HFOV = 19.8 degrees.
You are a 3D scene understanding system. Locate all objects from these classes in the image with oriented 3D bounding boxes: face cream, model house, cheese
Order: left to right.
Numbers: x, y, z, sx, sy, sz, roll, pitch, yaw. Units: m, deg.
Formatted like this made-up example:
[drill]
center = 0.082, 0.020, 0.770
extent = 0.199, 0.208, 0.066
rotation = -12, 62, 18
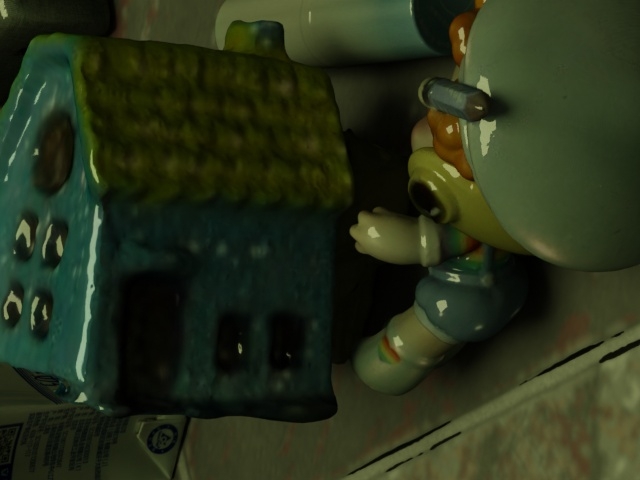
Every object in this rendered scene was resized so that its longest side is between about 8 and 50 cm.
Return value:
[model house]
center = -0.113, -0.023, 1.395
extent = 0.215, 0.237, 0.303
rotation = 3, 89, 56
[cheese]
center = 0.000, 0.000, 1.514
extent = 0.175, 0.091, 0.202
rotation = 14, 101, 51
[face cream]
center = 0.017, -0.181, 1.511
extent = 0.250, 0.077, 0.077
rotation = 2, 90, 49

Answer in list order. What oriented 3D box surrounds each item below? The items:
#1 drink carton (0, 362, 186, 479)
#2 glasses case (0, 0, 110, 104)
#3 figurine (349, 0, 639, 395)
[drink carton]
center = -0.283, 0.166, 1.660
extent = 0.130, 0.315, 0.106
rotation = 35, 118, 43
[glasses case]
center = -0.353, -0.194, 1.895
extent = 0.323, 0.131, 0.074
rotation = -23, 74, 46
[figurine]
center = 0.152, -0.028, 1.319
extent = 0.205, 0.224, 0.382
rotation = 44, 148, 16
